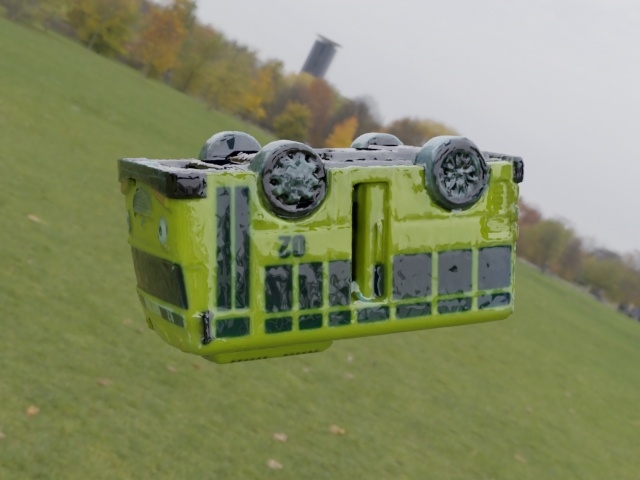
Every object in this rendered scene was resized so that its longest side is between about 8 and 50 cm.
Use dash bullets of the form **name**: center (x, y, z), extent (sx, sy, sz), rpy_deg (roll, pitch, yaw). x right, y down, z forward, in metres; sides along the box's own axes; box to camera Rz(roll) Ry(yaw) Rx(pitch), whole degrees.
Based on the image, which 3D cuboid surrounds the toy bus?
- **toy bus**: center (0.000, 0.000, 0.689), extent (0.262, 0.150, 0.128), rpy_deg (-4, 10, -26)
